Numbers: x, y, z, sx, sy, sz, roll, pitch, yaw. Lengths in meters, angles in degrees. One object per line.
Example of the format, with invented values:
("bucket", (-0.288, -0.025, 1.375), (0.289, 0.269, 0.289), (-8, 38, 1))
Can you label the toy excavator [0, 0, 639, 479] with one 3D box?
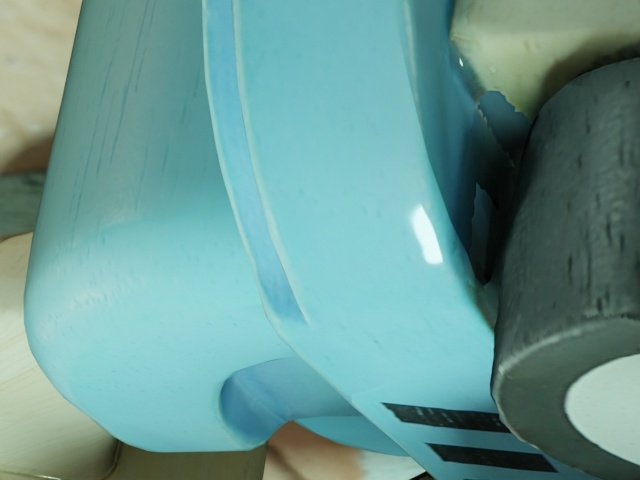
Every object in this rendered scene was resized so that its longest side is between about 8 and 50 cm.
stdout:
("toy excavator", (0.000, 0.000, 0.572), (0.445, 0.222, 0.433), (-2, 155, 24))

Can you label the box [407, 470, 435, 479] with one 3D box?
("box", (0.050, 0.186, 0.715), (0.381, 0.143, 0.191), (-27, -168, -16))
